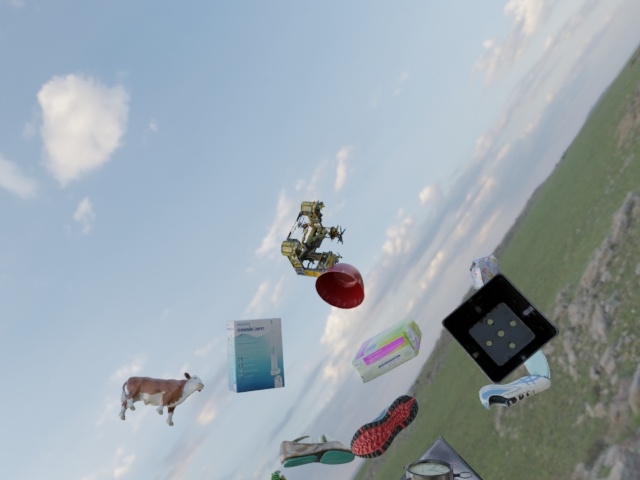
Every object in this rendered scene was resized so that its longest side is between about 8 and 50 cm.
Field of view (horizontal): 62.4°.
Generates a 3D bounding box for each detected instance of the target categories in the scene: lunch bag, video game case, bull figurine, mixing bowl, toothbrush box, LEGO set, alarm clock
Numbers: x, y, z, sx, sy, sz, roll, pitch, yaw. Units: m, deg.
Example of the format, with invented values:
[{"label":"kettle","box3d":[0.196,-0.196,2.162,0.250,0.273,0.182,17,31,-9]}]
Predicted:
[{"label":"lunch bag","box3d":[0.452,0.086,1.451,0.071,0.083,0.053,-16,8,-24]},{"label":"video game case","box3d":[0.397,0.763,1.586,0.196,0.274,0.026,-50,-26,6]},{"label":"bull figurine","box3d":[-0.583,0.568,1.932,0.188,0.310,0.101,-77,-15,-58]},{"label":"mixing bowl","box3d":[0.081,0.147,1.876,0.098,0.181,0.181,-62,-7,-47]},{"label":"toothbrush box","box3d":[-0.278,0.481,2.246,0.216,0.295,0.126,-1,-8,-26]},{"label":"LEGO set","box3d":[0.000,0.000,2.157,0.331,0.192,0.255,-61,-34,-40]},{"label":"alarm clock","box3d":[0.324,0.656,1.466,0.129,0.192,0.064,19,-116,-79]}]

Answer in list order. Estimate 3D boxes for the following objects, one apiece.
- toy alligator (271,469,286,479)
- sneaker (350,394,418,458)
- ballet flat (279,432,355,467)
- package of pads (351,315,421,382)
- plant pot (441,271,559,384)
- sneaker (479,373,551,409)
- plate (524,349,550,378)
[{"label":"toy alligator","box3d":[-0.154,0.831,1.840,0.056,0.051,0.189,-30,7,-8]},{"label":"sneaker","box3d":[0.212,0.600,1.693,0.262,0.104,0.125,-38,-18,0]},{"label":"ballet flat","box3d":[-0.011,0.795,2.023,0.316,0.106,0.107,10,-53,-27]},{"label":"package of pads","box3d":[0.250,0.384,1.910,0.229,0.101,0.296,-33,-4,13]},{"label":"plant pot","box3d":[0.433,0.216,1.276,0.188,0.187,0.167,-43,-25,7]},{"label":"sneaker","box3d":[0.658,0.514,1.776,0.086,0.237,0.085,-93,-19,-51]},{"label":"plate","box3d":[0.854,0.473,2.088,0.024,0.188,0.188,-18,-26,-9]}]
